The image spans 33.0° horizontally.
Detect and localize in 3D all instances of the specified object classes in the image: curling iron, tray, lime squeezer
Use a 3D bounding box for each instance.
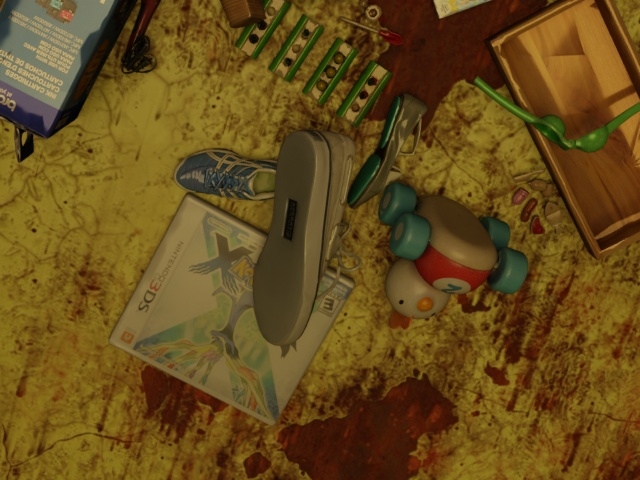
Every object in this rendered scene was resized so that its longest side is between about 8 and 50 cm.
[{"bbox_3d":[-0.257,-0.393,1.738,0.068,0.035,0.274,27,99,31],"label":"curling iron"},{"bbox_3d":[0.454,-0.195,1.783,0.203,0.076,0.410,-28,103,5],"label":"tray"},{"bbox_3d":[0.395,-0.197,1.716,0.311,0.059,0.109,4,103,-1],"label":"lime squeezer"}]

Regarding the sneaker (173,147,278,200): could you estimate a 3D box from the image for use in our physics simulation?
[{"bbox_3d":[-0.139,-0.108,1.785,0.211,0.081,0.080,1,103,-2],"label":"sneaker"}]

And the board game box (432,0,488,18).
[{"bbox_3d":[0.216,-0.449,1.744,0.103,0.026,0.154,-20,102,4],"label":"board game box"}]

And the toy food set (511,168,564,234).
[{"bbox_3d":[0.366,-0.062,1.840,0.078,0.019,0.122,-17,110,3],"label":"toy food set"}]

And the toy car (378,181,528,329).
[{"bbox_3d":[0.180,0.063,1.782,0.219,0.210,0.238,18,115,-17],"label":"toy car"}]

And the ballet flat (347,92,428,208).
[{"bbox_3d":[0.117,-0.139,1.791,0.068,0.072,0.213,22,102,-16],"label":"ballet flat"}]

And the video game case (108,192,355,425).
[{"bbox_3d":[-0.153,0.122,1.860,0.329,0.036,0.300,28,101,-7],"label":"video game case"}]

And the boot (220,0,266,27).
[{"bbox_3d":[-0.052,-0.470,1.658,0.295,0.104,0.211,-15,91,22],"label":"boot"}]

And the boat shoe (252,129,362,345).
[{"bbox_3d":[-0.005,-0.004,1.762,0.156,0.136,0.367,-6,112,-40],"label":"boat shoe"}]

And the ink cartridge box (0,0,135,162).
[{"bbox_3d":[-0.395,-0.316,1.636,0.151,0.270,0.395,30,101,-9],"label":"ink cartridge box"}]

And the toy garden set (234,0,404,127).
[{"bbox_3d":[0.015,-0.333,1.754,0.244,0.049,0.203,33,100,-8],"label":"toy garden set"}]
